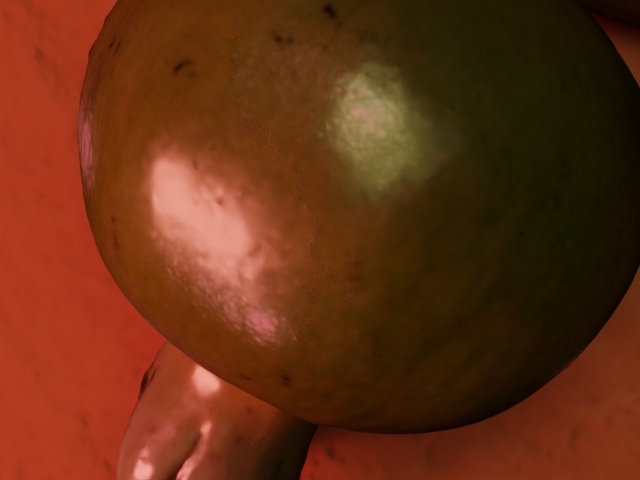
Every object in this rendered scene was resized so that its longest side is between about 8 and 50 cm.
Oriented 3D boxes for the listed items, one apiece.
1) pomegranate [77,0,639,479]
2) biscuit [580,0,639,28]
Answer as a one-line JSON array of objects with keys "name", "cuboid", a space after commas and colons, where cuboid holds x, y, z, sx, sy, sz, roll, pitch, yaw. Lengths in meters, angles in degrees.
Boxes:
[{"name": "pomegranate", "cuboid": [0.003, -0.005, 0.503, 0.179, 0.179, 0.211, 23, 79, 5]}, {"name": "biscuit", "cuboid": [0.144, -0.168, 0.610, 0.212, 0.036, 0.212, 0, 77, 2]}]
